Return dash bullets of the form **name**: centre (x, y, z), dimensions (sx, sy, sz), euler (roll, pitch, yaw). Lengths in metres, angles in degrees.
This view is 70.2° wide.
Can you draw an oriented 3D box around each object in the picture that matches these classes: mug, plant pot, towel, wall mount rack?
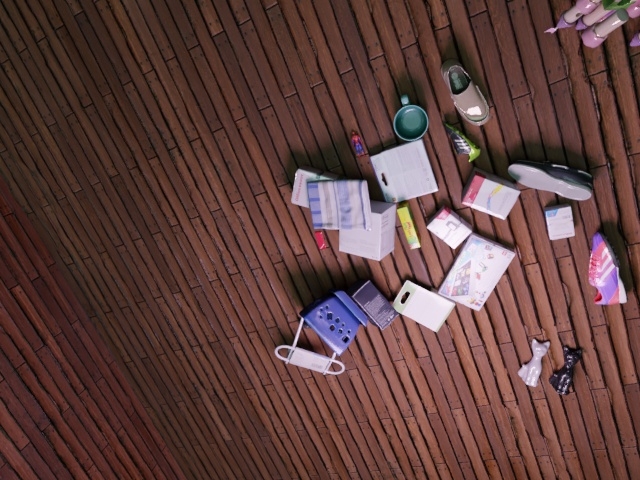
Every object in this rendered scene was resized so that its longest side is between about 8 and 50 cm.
- **mug**: centre (0.351, -0.466, 1.729), dimensions (0.130, 0.097, 0.157), euler (18, 115, 8)
- **plant pot**: centre (0.064, 0.347, 2.038), dimensions (0.212, 0.236, 0.236), euler (-42, 93, -9)
- **towel**: centre (0.072, -0.139, 1.825), dimensions (0.285, 0.034, 0.209), euler (3, 109, 35)
- **wall mount rack**: centre (-0.031, 0.508, 2.200), dimensions (0.350, 0.130, 0.304), euler (18, 128, -5)

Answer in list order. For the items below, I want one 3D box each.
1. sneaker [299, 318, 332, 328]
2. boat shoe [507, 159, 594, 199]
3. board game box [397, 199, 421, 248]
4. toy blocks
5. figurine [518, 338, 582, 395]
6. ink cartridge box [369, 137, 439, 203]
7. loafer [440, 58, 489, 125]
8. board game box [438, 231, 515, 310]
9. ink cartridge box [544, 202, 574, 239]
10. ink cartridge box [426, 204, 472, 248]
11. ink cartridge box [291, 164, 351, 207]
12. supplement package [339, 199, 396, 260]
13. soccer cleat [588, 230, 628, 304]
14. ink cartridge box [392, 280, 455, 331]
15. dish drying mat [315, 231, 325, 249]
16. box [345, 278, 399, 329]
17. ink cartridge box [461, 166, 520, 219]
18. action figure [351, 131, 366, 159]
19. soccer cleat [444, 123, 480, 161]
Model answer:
- **sneaker**: centre (-0.015, 0.393, 2.222), dimensions (0.170, 0.051, 0.089), euler (13, 119, 3)
- **boat shoe**: centre (0.853, -0.242, 1.690), dimensions (0.303, 0.091, 0.114), euler (23, 160, 4)
- **board game box**: centre (0.370, -0.066, 1.895), dimensions (0.043, 0.092, 0.181), euler (-17, 107, 20)
- **toy blocks**: centre (0.900, -0.746, 1.414), dimensions (0.289, 0.260, 0.308), euler (-9, 86, -11)
- **figurine**: centre (1.002, 0.541, 1.986), dimensions (0.215, 0.092, 0.209), euler (14, 107, 11)
- **ink cartridge box**: centre (0.339, -0.276, 1.840), dimensions (0.224, 0.045, 0.223), euler (-15, 107, 24)
- **loafer**: centre (0.523, -0.532, 1.655), dimensions (0.102, 0.092, 0.268), euler (-34, 100, 25)
- **board game box**: centre (0.652, 0.133, 1.921), dimensions (0.193, 0.053, 0.305), euler (24, 116, 4)
- **ink cartridge box**: centre (0.923, -0.073, 1.759), dimensions (0.089, 0.052, 0.122), euler (-11, 107, 20)
- **ink cartridge box**: centre (0.530, -0.055, 1.871), dimensions (0.150, 0.063, 0.109), euler (38, 117, -2)
- **ink cartridge box**: centre (0.002, -0.214, 1.936), dimensions (0.220, 0.092, 0.160), euler (18, 115, 9)
- **supplement package**: centre (0.195, -0.052, 1.893), dimensions (0.194, 0.149, 0.203), euler (14, 117, 30)
- **soccer cleat**: centre (1.092, 0.114, 1.764), dimensions (0.117, 0.108, 0.318), euler (-18, 109, 26)
- **ink cartridge box**: centre (0.459, 0.285, 2.040), dimensions (0.235, 0.056, 0.171), euler (28, 116, 6)
- **dish drying mat**: centre (0.000, 0.000, 2.075), dimensions (0.032, 0.008, 0.083), euler (-9, 110, 20)
- **box**: centre (0.225, 0.280, 2.033), dimensions (0.108, 0.153, 0.207), euler (-42, 98, -9)
- **ink cartridge box**: centre (0.649, -0.182, 1.747), dimensions (0.176, 0.128, 0.127), euler (22, 116, 6)
- **action figure**: centre (0.153, -0.389, 1.856), dimensions (0.038, 0.030, 0.115), euler (-18, 102, 16)
- **soccer cleat**: centre (0.531, -0.373, 1.740), dimensions (0.179, 0.060, 0.072), euler (40, 118, -6)
